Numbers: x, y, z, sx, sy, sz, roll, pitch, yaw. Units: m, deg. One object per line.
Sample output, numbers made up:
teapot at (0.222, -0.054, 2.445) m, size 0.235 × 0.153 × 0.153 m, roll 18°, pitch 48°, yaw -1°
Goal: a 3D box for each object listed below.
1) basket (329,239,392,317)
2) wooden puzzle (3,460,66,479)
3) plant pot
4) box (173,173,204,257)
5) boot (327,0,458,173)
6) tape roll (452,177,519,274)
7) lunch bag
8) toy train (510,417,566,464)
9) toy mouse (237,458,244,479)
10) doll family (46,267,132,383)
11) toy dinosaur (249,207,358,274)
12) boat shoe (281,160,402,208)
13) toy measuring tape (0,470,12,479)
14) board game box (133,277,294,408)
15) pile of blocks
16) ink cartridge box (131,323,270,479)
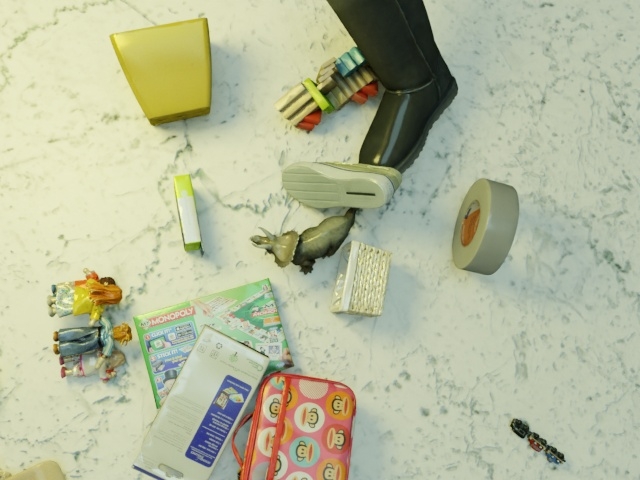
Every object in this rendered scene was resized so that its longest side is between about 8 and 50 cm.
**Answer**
basket at (0.095, 0.095, 1.559) m, size 0.103 × 0.113 × 0.167 m, roll 14°, pitch 79°, yaw -9°
wooden puzzle at (-0.657, 0.674, 1.385) m, size 0.348 × 0.080 × 0.322 m, roll -24°, pitch 85°, yaw -15°
plant pot at (-0.345, -0.375, 1.539) m, size 0.212 × 0.212 × 0.187 m, roll -13°, pitch 95°, yaw -10°
box at (-0.301, -0.052, 1.530) m, size 0.042 × 0.109 × 0.178 m, roll -9°, pitch 82°, yaw -13°
boot at (0.126, -0.399, 1.493) m, size 0.146 × 0.445 × 0.367 m, roll 16°, pitch 64°, yaw 38°
tape roll at (0.381, -0.031, 1.562) m, size 0.072 × 0.219 × 0.219 m, roll 15°, pitch 79°, yaw -6°
lunch bag at (-0.063, 0.441, 1.459) m, size 0.258 × 0.120 × 0.293 m, roll 10°, pitch 65°, yaw -3°
toy train at (0.516, 0.482, 1.592) m, size 0.158 × 0.027 × 0.036 m, roll 38°, pitch 82°, yaw 0°
toy mouse at (-0.113, 0.534, 1.498) m, size 0.143 × 0.031 × 0.161 m, roll -9°, pitch 82°, yaw -9°
doll family at (-0.498, 0.183, 1.460) m, size 0.163 × 0.118 × 0.263 m, roll -9°, pitch 82°, yaw -9°
toy dinosaur at (0.000, 0.000, 1.536) m, size 0.313 × 0.160 × 0.121 m, roll -18°, pitch 84°, yaw -9°
boat shoe at (0.048, -0.130, 1.549) m, size 0.094 × 0.302 × 0.109 m, roll -35°, pitch 128°, yaw -45°
toy measuring tape at (-0.724, 0.352, 1.423) m, size 0.121 × 0.121 × 0.330 m, roll -30°, pitch 103°, yaw -11°
board game box at (-0.241, 0.231, 1.524) m, size 0.317 × 0.046 × 0.213 m, roll -15°, pitch 83°, yaw -10°
pile of blocks at (0.063, -0.374, 1.612) m, size 0.362 × 0.149 × 0.112 m, roll -37°, pitch 87°, yaw -12°
ink cartridge box at (-0.256, 0.366, 1.450) m, size 0.165 × 0.065 × 0.332 m, roll 29°, pitch 83°, yaw -8°
